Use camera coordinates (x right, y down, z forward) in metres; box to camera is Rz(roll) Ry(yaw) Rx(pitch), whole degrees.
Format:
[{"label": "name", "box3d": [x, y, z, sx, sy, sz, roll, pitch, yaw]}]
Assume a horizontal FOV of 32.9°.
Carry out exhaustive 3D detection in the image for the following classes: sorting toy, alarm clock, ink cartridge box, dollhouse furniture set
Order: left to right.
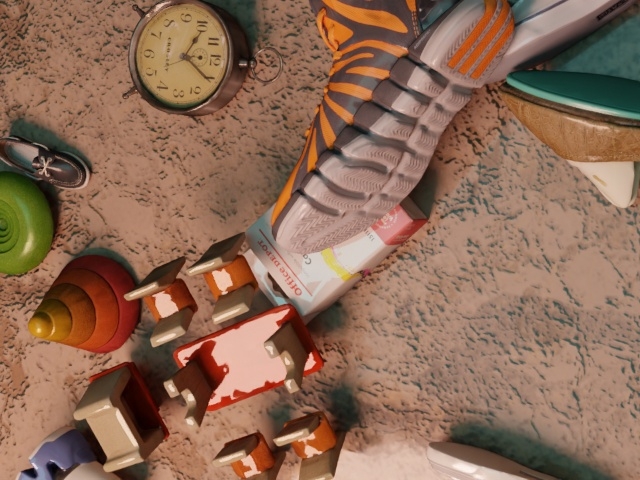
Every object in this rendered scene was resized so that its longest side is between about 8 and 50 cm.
[{"label": "sorting toy", "box3d": [-0.380, 0.004, 1.262, 0.365, 0.126, 0.127, 42, 112, 10]}, {"label": "dollhouse furniture set", "box3d": [-0.125, 0.147, 1.174, 0.259, 0.135, 0.262, -22, 103, 17]}, {"label": "alarm clock", "box3d": [-0.127, -0.200, 1.202, 0.192, 0.064, 0.129, 10, 95, 23]}, {"label": "ink cartridge box", "box3d": [0.000, 0.000, 1.157, 0.198, 0.067, 0.115, -43, 78, 17]}]

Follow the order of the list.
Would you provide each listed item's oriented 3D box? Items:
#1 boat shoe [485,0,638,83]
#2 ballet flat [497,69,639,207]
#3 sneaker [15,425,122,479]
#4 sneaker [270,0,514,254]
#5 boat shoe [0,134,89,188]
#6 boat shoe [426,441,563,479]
[{"label": "boat shoe", "box3d": [0.241, -0.245, 1.050, 0.258, 0.095, 0.084, -31, 77, 9]}, {"label": "ballet flat", "box3d": [0.335, -0.088, 1.014, 0.343, 0.116, 0.124, 5, 116, 17]}, {"label": "sneaker", "box3d": [-0.294, 0.395, 1.255, 0.182, 0.127, 0.315, 27, 100, 21]}, {"label": "sneaker", "box3d": [0.035, -0.147, 1.064, 0.321, 0.125, 0.180, -50, 57, 15]}, {"label": "boat shoe", "box3d": [-0.335, -0.095, 1.301, 0.125, 0.038, 0.046, 27, 103, 19]}, {"label": "boat shoe", "box3d": [0.190, 0.259, 1.099, 0.184, 0.066, 0.063, 18, 98, 10]}]
